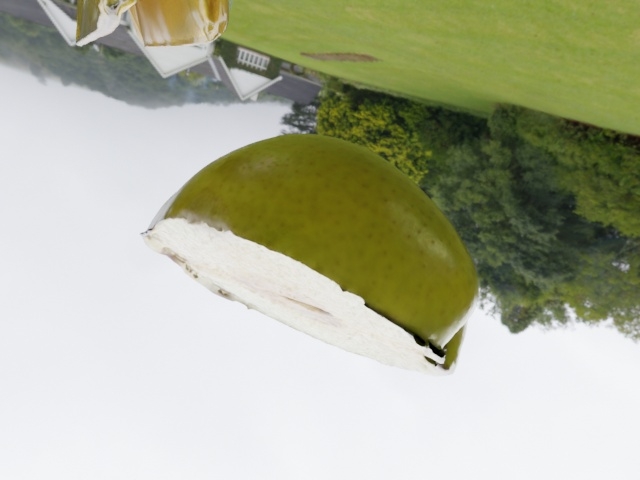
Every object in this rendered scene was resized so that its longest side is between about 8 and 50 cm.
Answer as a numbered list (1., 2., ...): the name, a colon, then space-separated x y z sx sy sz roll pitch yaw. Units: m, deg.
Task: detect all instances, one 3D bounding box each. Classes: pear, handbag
1. pear: 0.000 0.000 0.549 0.387 0.191 0.340 18 159 26
2. handbag: -0.204 -0.368 0.514 0.133 0.282 0.401 -6 -159 -29
